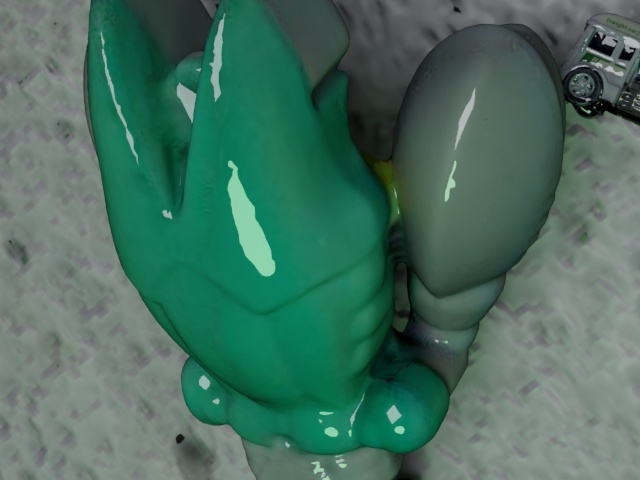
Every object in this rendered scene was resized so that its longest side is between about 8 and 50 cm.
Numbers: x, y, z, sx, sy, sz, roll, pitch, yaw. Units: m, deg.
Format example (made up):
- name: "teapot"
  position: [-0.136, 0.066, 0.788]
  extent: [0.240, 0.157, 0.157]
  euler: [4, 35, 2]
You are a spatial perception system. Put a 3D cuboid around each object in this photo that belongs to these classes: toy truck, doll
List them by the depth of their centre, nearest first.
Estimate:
- name: "toy truck"
  position: [0.131, -0.056, 0.624]
  extent: [0.083, 0.039, 0.044]
  euler: [25, 91, 16]
- name: "doll"
  position: [-0.019, -0.006, 0.647]
  extent: [0.195, 0.153, 0.258]
  euler: [23, 132, 8]
